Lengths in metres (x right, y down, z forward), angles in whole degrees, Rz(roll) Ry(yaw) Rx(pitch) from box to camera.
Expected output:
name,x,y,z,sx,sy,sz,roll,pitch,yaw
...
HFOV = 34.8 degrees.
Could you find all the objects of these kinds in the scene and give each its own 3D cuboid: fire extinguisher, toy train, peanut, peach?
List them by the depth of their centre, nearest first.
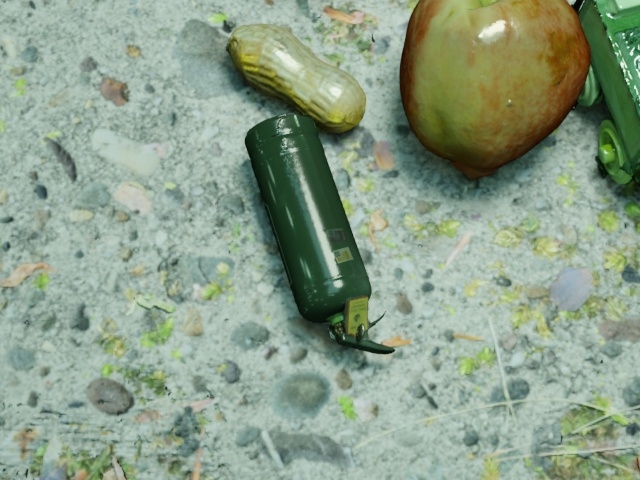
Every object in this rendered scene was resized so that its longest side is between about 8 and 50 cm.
name,x,y,z,sx,sy,sz,roll,pitch,yaw
fire extinguisher,0.000,0.000,1.258,0.114,0.095,0.311,-8,71,-29
peach,0.205,-0.194,1.259,0.232,0.256,0.232,-3,33,2
toy train,0.407,-0.193,1.263,0.159,0.188,0.271,-14,72,-5
peanut,-0.031,-0.214,1.324,0.207,0.087,0.087,34,76,9
